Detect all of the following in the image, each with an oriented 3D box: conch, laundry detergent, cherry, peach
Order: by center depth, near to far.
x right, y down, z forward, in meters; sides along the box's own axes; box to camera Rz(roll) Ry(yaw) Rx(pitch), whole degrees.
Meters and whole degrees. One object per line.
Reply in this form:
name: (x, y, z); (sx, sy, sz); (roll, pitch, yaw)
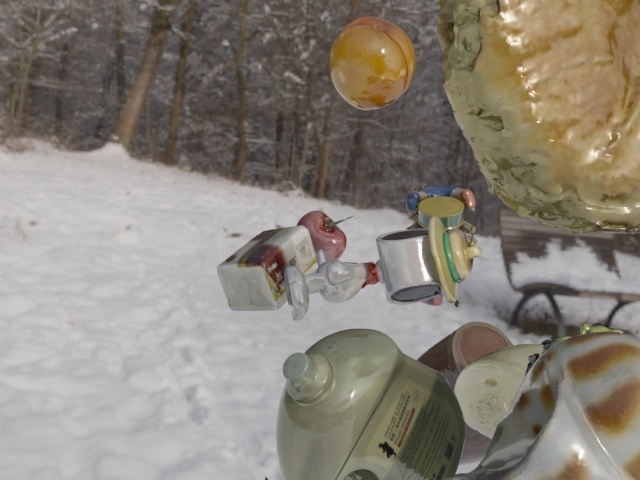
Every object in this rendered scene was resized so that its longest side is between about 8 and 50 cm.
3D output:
conch: (0.220, 0.164, 0.575); (0.148, 0.275, 0.183); (35, 28, 5)
laundry detergent: (0.040, 0.174, 0.674); (0.091, 0.181, 0.253); (12, -25, 41)
peach: (0.077, -0.273, 1.111); (0.138, 0.138, 0.138); (5, 1, 0)
cherry: (0.000, 0.005, 1.387); (0.087, 0.126, 0.106); (-25, 41, -37)

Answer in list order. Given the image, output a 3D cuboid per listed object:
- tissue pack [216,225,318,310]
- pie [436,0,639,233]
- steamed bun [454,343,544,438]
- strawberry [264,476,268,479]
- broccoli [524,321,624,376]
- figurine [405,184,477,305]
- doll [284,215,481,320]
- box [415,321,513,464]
tissue pack: (-0.089, 0.047, 1.254); (0.106, 0.099, 0.148); (-4, 23, 31)
pie: (0.238, -0.161, 0.511); (0.339, 0.340, 0.083); (5, 0, -12)
steamed bun: (0.372, 0.263, 1.273); (0.200, 0.155, 0.250); (-13, 15, -35)
strawberry: (-0.048, 0.427, 0.876); (0.098, 0.228, 0.174); (-27, -43, 0)
broccoli: (0.366, 0.256, 0.791); (0.271, 0.324, 0.334); (-1, 27, -17)
figurine: (0.261, 0.013, 1.584); (0.161, 0.276, 0.158); (-2, 30, 13)
doll: (0.089, 0.058, 1.117); (0.271, 0.144, 0.208); (-8, -12, -25)
box: (0.324, 0.353, 1.629); (0.301, 0.301, 0.216); (4, -31, -46)
